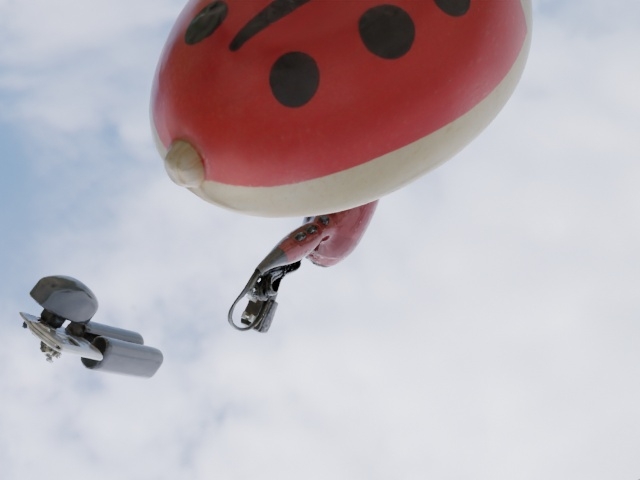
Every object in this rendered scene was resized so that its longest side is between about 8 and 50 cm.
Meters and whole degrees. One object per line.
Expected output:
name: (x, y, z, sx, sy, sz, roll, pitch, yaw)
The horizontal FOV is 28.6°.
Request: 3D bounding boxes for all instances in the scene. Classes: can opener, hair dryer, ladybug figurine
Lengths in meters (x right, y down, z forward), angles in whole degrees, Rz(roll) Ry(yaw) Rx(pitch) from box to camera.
can opener: (-0.266, 0.115, 1.516, 0.074, 0.280, 0.093, 38, -91, 22)
hair dryer: (0.000, 0.000, 1.521, 0.080, 0.223, 0.293, 33, -96, 3)
ladybug figurine: (0.024, -0.198, 1.170, 0.305, 0.162, 0.449, 33, -122, 21)

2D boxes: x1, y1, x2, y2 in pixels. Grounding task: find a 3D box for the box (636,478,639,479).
box: (0.394, 0.286, 1.402, 0.232, 0.087, 0.058, -26, -121, -17)
